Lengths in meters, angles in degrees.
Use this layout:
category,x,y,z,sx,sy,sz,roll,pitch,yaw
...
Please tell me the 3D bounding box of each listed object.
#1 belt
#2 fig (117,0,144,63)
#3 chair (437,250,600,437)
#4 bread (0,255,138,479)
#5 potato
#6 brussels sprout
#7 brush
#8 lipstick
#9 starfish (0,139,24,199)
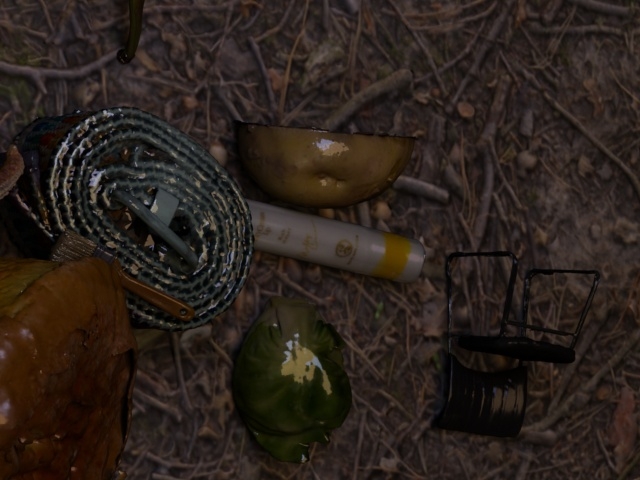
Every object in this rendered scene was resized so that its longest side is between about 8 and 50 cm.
category,x,y,z,sx,sy,sz,roll,pitch,yaw
belt,-0.209,-0.030,2.036,0.295,0.160,0.207,48,68,-21
fig,-0.208,-0.312,2.081,0.124,0.124,0.236,1,101,-30
chair,0.234,0.133,2.300,0.140,0.145,0.221,12,84,-29
bread,-0.323,0.184,1.865,0.358,0.204,0.336,-57,151,-45
potato,0.025,-0.085,2.189,0.243,0.138,0.098,2,93,-27
brussels sprout,-0.032,0.159,2.178,0.139,0.100,0.181,-5,105,-12
brush,-0.204,0.042,1.961,0.170,0.014,0.043,29,98,-20
lipstick,0.000,0.000,2.216,0.264,0.059,0.059,14,82,-29
starfish,-0.452,-0.051,1.847,0.302,0.060,0.299,4,45,1
